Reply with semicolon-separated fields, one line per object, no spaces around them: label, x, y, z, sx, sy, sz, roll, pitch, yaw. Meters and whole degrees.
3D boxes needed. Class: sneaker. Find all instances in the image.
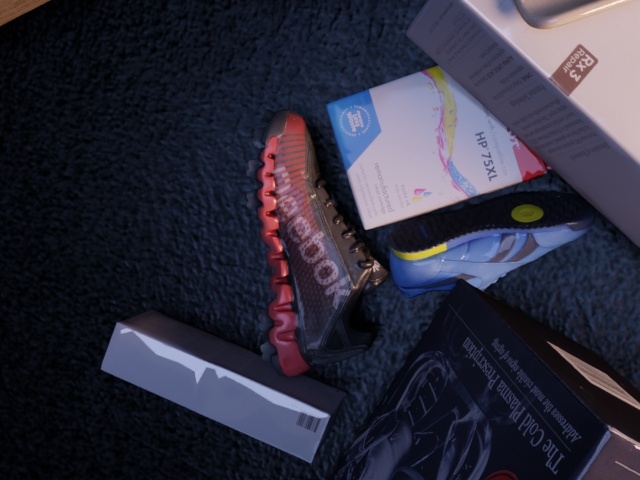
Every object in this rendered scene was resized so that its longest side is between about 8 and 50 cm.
sneaker;0.000;0.000;0.880;0.135;0.097;0.276;-5;94;12
sneaker;0.173;0.008;0.871;0.209;0.069;0.082;-14;123;3

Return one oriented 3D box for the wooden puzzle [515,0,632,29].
wooden puzzle;0.221;-0.300;0.642;0.221;0.044;0.238;-20;89;-6

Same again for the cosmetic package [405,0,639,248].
cosmetic package;0.291;-0.144;0.740;0.385;0.156;0.217;40;85;-2

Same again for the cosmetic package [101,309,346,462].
cosmetic package;-0.099;0.150;0.907;0.239;0.099;0.060;22;99;10

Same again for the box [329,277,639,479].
box;0.149;0.244;0.722;0.179;0.343;0.312;29;98;-12

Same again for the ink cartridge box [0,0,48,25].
ink cartridge box;-0.373;-0.288;0.888;0.235;0.193;0.088;-22;89;11

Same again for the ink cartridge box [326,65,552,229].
ink cartridge box;0.137;-0.107;0.857;0.231;0.078;0.134;-18;89;11
